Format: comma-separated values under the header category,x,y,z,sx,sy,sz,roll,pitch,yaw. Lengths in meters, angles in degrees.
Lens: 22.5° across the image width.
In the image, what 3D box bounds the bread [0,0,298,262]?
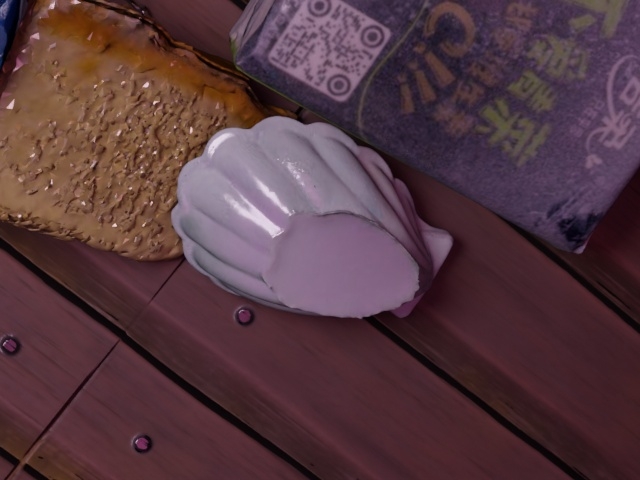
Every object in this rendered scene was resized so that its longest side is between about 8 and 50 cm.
category,x,y,z,sx,sy,sz,roll,pitch,yaw
bread,-0.245,-0.138,1.550,0.315,0.279,0.248,24,97,-52

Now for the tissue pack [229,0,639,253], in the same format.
category,x,y,z,sx,sy,sz,roll,pitch,yaw
tissue pack,0.151,-0.195,1.511,0.394,0.124,0.288,28,110,-17

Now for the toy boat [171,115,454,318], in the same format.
category,x,y,z,sx,sy,sz,roll,pitch,yaw
toy boat,0.000,0.000,1.548,0.290,0.100,0.199,20,114,-29

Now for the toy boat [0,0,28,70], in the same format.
category,x,y,z,sx,sy,sz,roll,pitch,yaw
toy boat,-0.331,-0.217,1.433,0.067,0.291,0.220,30,110,-34
